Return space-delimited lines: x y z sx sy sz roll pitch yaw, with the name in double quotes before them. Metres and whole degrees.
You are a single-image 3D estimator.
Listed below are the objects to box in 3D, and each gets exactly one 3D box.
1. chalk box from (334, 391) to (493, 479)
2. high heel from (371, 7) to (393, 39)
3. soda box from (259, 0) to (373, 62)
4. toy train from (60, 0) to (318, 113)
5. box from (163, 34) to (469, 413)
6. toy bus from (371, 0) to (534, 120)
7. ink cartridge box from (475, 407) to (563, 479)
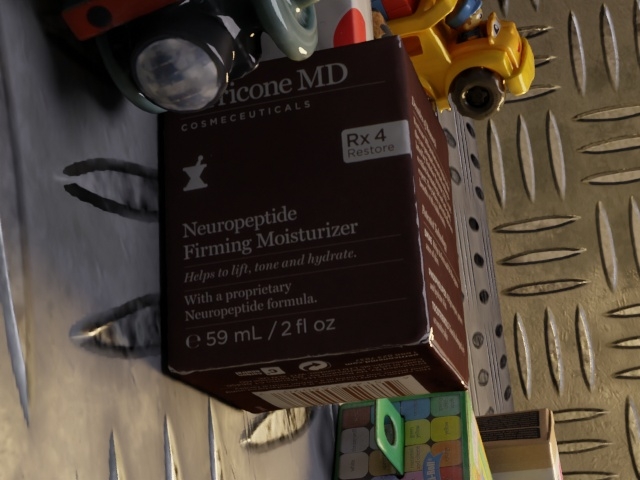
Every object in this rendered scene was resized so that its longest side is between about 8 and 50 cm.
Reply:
"chalk box" 0.091 0.231 1.100 0.132 0.132 0.213 -84 161 -48
"high heel" 0.051 -0.138 1.229 0.186 0.093 0.261 27 64 -81
"soda box" -0.004 -0.149 1.015 0.091 0.098 0.286 52 33 -64
"toy train" -0.081 -0.222 0.687 0.190 0.142 0.334 56 28 -35
"box" 0.000 0.000 0.781 0.167 0.168 0.203 46 37 -66
"toy bus" 0.132 -0.255 1.411 0.149 0.220 0.211 -68 141 -56
"ink cartridge box" 0.179 0.319 1.282 0.088 0.193 0.235 -56 136 -71
